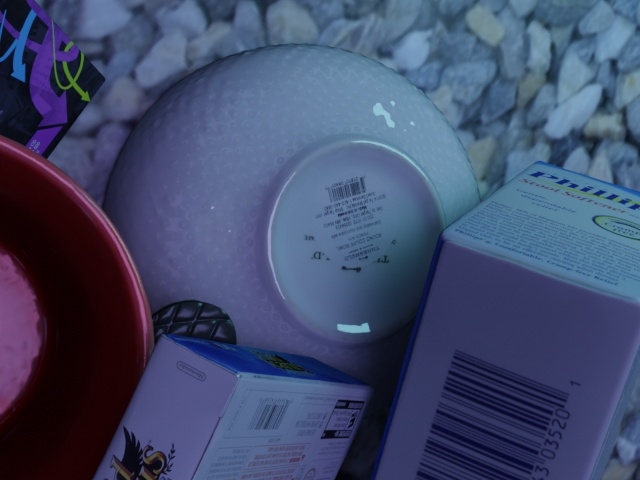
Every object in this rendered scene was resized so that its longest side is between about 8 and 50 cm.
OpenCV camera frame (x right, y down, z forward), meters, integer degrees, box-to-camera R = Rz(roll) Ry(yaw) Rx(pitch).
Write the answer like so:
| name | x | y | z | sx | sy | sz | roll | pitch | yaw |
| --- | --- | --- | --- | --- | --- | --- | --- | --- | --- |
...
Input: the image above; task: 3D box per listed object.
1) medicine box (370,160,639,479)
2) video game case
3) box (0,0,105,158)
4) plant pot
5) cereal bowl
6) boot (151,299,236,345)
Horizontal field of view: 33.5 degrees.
| name | x | y | z | sx | sy | sz | roll | pitch | yaw |
| --- | --- | --- | --- | --- | --- | --- | --- | --- | --- |
| medicine box | 0.171 | 0.102 | 0.842 | 0.289 | 0.149 | 0.264 | -30 | 137 | -62 |
| video game case | -0.074 | 0.189 | 0.683 | 0.061 | 0.269 | 0.244 | 24 | 89 | 21 |
| box | -0.239 | -0.124 | 0.778 | 0.116 | 0.029 | 0.162 | -57 | 145 | -12 |
| plant pot | -0.261 | 0.068 | 0.687 | 0.274 | 0.243 | 0.275 | 1 | 87 | -17 |
| cereal bowl | 0.000 | 0.000 | 0.881 | 0.339 | 0.141 | 0.339 | -1 | 93 | -25 |
| boot | -0.137 | 0.142 | 0.799 | 0.083 | 0.161 | 0.247 | 15 | 100 | -17 |
